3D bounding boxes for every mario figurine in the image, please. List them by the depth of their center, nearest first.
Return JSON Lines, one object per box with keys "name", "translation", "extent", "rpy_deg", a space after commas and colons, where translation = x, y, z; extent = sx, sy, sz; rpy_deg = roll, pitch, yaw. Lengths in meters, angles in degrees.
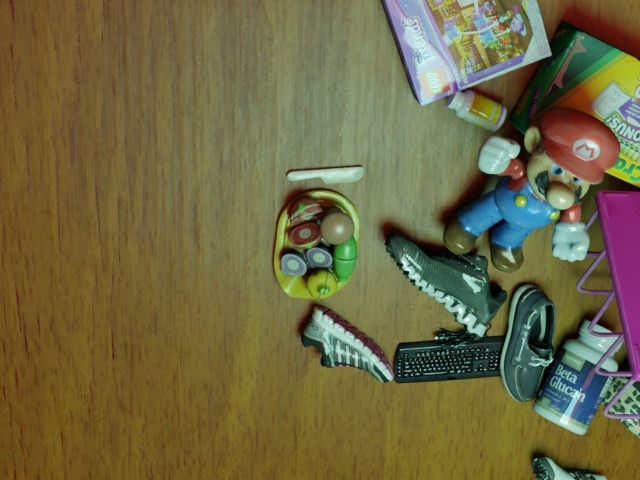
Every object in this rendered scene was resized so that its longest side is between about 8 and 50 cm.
{"name": "mario figurine", "translation": [0.295, -0.052, 1.488], "extent": [0.198, 0.170, 0.320], "rpy_deg": [-13, 156, -31]}

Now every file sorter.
{"name": "file sorter", "translation": [0.496, 0.099, 1.559], "extent": [0.202, 0.290, 0.182], "rpy_deg": [1, 150, -8]}

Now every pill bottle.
{"name": "pill bottle", "translation": [0.226, -0.193, 1.553], "extent": [0.083, 0.043, 0.043], "rpy_deg": [22, 108, -16]}
{"name": "pill bottle", "translation": [0.417, 0.217, 1.711], "extent": [0.094, 0.094, 0.169], "rpy_deg": [26, 91, -17]}

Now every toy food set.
{"name": "toy food set", "translation": [0.000, 0.000, 1.588], "extent": [0.128, 0.071, 0.218], "rpy_deg": [3, 112, -9]}

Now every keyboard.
{"name": "keyboard", "translation": [0.214, 0.188, 1.713], "extent": [0.192, 0.038, 0.100], "rpy_deg": [-5, 113, -7]}

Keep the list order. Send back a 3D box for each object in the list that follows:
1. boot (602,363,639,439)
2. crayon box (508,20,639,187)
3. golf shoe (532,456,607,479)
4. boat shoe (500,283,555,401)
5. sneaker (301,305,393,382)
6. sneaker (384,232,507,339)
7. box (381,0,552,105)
{"name": "boot", "translation": [0.662, 0.255, 1.744], "extent": [0.377, 0.138, 0.284], "rpy_deg": [39, 102, -16]}
{"name": "crayon box", "translation": [0.439, -0.185, 1.563], "extent": [0.278, 0.081, 0.165], "rpy_deg": [22, 108, -15]}
{"name": "golf shoe", "translation": [0.437, 0.417, 1.825], "extent": [0.094, 0.077, 0.198], "rpy_deg": [-42, 119, -1]}
{"name": "boat shoe", "translation": [0.337, 0.174, 1.699], "extent": [0.075, 0.065, 0.206], "rpy_deg": [-11, 114, -27]}
{"name": "sneaker", "translation": [0.038, 0.177, 1.673], "extent": [0.170, 0.063, 0.075], "rpy_deg": [38, 103, -15]}
{"name": "sneaker", "translation": [0.199, 0.047, 1.635], "extent": [0.234, 0.078, 0.106], "rpy_deg": [41, 97, -23]}
{"name": "box", "translation": [0.182, -0.358, 1.471], "extent": [0.201, 0.057, 0.293], "rpy_deg": [-21, 114, 1]}
